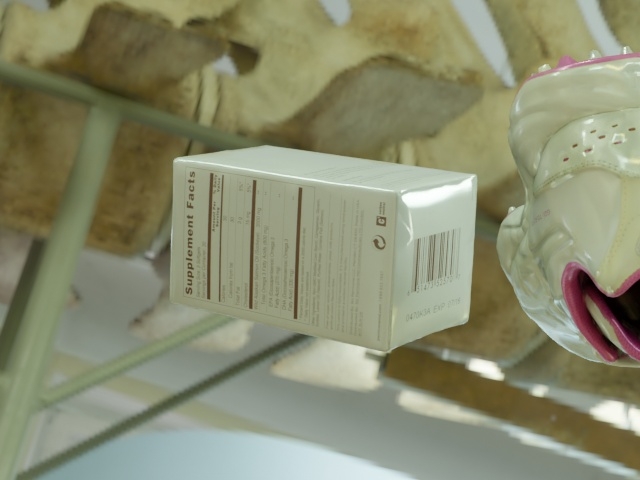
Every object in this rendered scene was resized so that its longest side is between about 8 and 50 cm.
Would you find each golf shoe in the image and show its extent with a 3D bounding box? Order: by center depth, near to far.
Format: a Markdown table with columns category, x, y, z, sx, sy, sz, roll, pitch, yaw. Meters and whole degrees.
| category | x | y | z | sx | sy | sz | roll | pitch | yaw |
| --- | --- | --- | --- | --- | --- | --- | --- | --- | --- |
| golf shoe | 0.161 | 0.023 | 0.798 | 0.115 | 0.140 | 0.306 | -12 | -28 | 7 |

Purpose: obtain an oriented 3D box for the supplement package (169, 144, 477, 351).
| category | x | y | z | sx | sy | sz | roll | pitch | yaw |
| --- | --- | --- | --- | --- | --- | --- | --- | --- | --- |
| supplement package | 0.000 | 0.000 | 0.961 | 0.179 | 0.105 | 0.105 | 11 | 15 | 34 |
